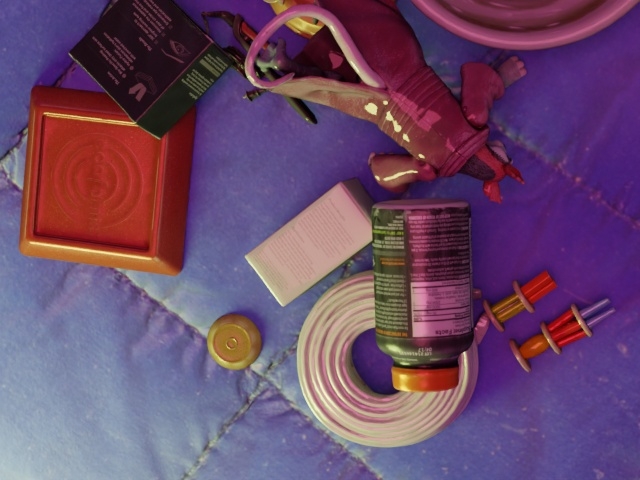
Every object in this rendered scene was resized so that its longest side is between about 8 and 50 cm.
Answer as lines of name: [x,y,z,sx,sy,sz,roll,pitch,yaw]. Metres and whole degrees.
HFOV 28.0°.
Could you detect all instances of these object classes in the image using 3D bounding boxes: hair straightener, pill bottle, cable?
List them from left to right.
hair straightener: [-0.089,-0.240,1.820,0.230,0.047,0.089,41,102,5]
cable: [0.093,0.168,1.805,0.257,0.089,0.257,13,98,10]
pill bottle: [0.133,0.071,1.673,0.130,0.130,0.246,-1,96,11]

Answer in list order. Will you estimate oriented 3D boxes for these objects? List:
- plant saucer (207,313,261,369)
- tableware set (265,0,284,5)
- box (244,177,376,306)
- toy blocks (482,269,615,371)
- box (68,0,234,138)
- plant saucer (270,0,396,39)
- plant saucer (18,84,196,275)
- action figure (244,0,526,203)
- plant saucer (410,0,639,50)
plant saucer: [-0.128,0.150,1.885,0.083,0.015,0.083,1,96,11]
tableware set: [-0.082,-0.403,1.787,0.168,0.020,0.141,18,97,34]
box: [0.000,0.000,1.785,0.170,0.130,0.091,-38,87,12]
toy blocks: [0.316,0.095,1.764,0.148,0.054,0.123,-32,99,13]
box: [-0.236,-0.256,1.799,0.158,0.093,0.156,-45,71,4]
plant saucer: [0.014,-0.375,1.791,0.200,0.037,0.200,1,96,12]
plant saucer: [-0.322,-0.087,1.884,0.259,0.048,0.258,7,97,10]
action figure: [0.122,-0.191,1.671,0.370,0.276,0.248,40,99,8]
plant saucer: [0.272,-0.448,1.693,0.400,0.100,0.400,1,94,9]
